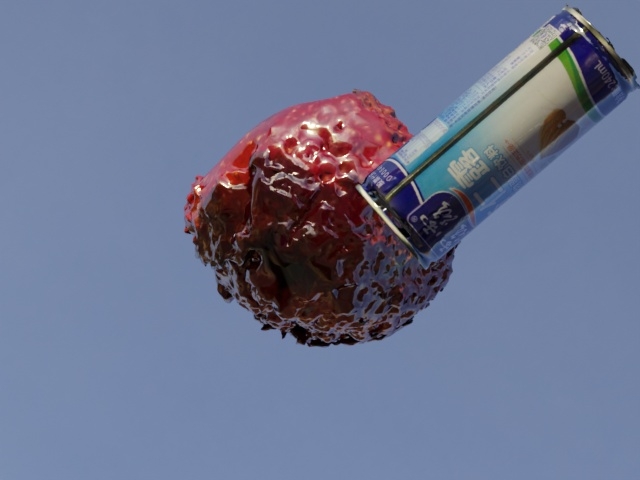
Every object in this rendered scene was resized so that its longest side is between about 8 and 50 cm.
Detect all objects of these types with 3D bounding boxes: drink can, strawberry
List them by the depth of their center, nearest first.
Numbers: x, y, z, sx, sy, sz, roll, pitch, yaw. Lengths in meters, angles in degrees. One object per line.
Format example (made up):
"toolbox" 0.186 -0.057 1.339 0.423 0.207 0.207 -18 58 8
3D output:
"drink can" 0.147 -0.086 1.451 0.235 0.097 0.097 -41 -88 1
"strawberry" 0.000 0.000 1.675 0.274 0.220 0.274 2 -52 3
